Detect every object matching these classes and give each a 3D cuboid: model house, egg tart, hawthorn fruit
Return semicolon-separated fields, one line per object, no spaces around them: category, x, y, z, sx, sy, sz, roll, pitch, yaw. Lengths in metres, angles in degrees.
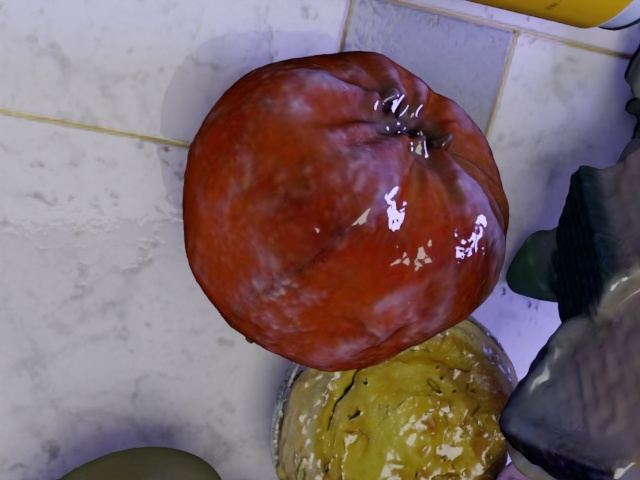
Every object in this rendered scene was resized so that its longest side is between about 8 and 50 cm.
model house;0.276;0.080;0.723;0.284;0.298;0.243;-30;127;29
egg tart;0.066;0.158;0.824;0.234;0.094;0.234;-4;106;-15
hawthorn fruit;0.000;0.000;0.698;0.242;0.242;0.271;26;127;-20

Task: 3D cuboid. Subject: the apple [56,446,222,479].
apple;-0.138;0.318;0.740;0.254;0.292;0.292;-43;112;7

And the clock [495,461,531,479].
clock;0.202;0.314;0.870;0.248;0.090;0.227;24;103;-50

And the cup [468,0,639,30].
cup;0.127;-0.254;0.666;0.280;0.196;0.196;11;104;-25

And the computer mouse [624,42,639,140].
computer mouse;0.477;-0.157;0.800;0.429;0.145;0.228;-18;113;-7
